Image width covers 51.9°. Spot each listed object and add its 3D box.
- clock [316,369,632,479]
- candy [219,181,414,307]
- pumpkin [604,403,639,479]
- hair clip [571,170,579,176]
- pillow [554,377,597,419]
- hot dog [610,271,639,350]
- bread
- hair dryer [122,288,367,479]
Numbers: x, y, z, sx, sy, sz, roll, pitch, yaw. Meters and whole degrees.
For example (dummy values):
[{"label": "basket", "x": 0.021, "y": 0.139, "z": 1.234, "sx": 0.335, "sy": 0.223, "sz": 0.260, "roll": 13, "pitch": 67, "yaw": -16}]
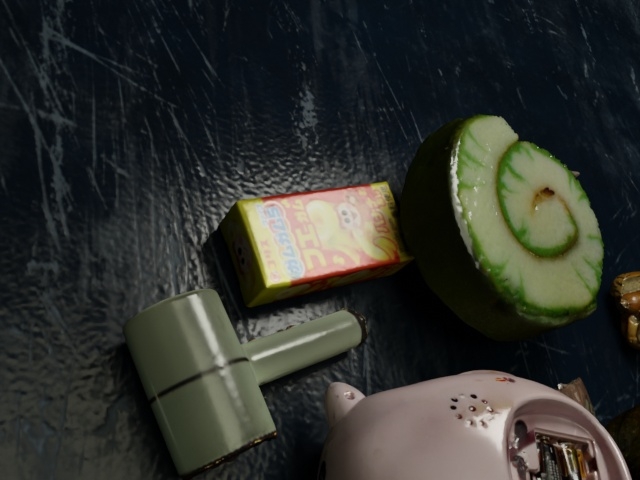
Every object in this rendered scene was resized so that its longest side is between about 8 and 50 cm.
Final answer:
[{"label": "clock", "x": 0.185, "y": 0.319, "z": 0.812, "sx": 0.377, "sy": 0.250, "sz": 0.368, "roll": 15, "pitch": 50, "yaw": -11}, {"label": "candy", "x": 0.000, "y": 0.000, "z": 0.998, "sx": 0.276, "sy": 0.088, "sz": 0.146, "roll": -9, "pitch": 71, "yaw": -31}, {"label": "pumpkin", "x": 0.640, "y": 0.347, "z": 1.138, "sx": 0.317, "sy": 0.139, "sz": 0.221, "roll": 4, "pitch": 67, "yaw": -24}, {"label": "hair clip", "x": 0.418, "y": -0.080, "z": 1.277, "sx": 0.300, "sy": 0.069, "sz": 0.173, "roll": -28, "pitch": 83, "yaw": -36}, {"label": "pillow", "x": 0.403, "y": 0.290, "z": 1.033, "sx": 0.248, "sy": 0.049, "sz": 0.135, "roll": 10, "pitch": 58, "yaw": -60}, {"label": "hot dog", "x": 0.723, "y": 0.133, "z": 1.302, "sx": 0.349, "sy": 0.117, "sz": 0.158, "roll": 2, "pitch": 65, "yaw": -28}, {"label": "bread", "x": 0.297, "y": -0.028, "z": 1.074, "sx": 0.366, "sy": 0.129, "sz": 0.381, "roll": -19, "pitch": 83, "yaw": -40}, {"label": "hair dryer", "x": -0.061, "y": 0.151, "z": 0.879, "sx": 0.362, "sy": 0.128, "sz": 0.203, "roll": -14, "pitch": 71, "yaw": -41}]
